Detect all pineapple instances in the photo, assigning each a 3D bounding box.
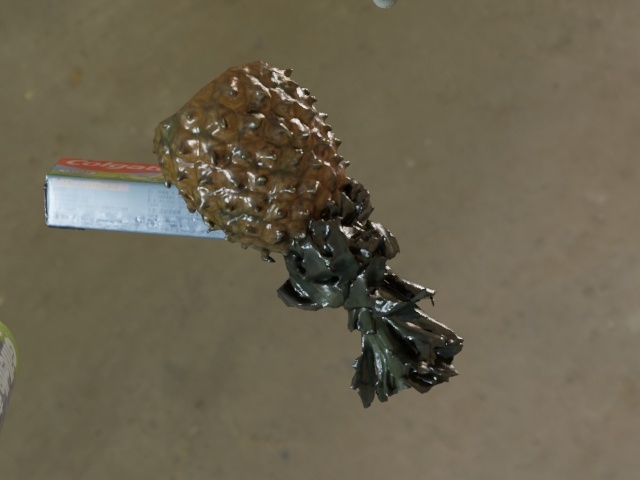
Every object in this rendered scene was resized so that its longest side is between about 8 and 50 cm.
[{"bbox_3d":[0.000,0.000,1.075,0.125,0.251,0.125,-37,5,4],"label":"pineapple"}]

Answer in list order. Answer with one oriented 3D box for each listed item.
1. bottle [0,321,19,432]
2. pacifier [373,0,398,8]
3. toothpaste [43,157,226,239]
[{"bbox_3d":[-0.296,0.141,1.284,0.093,0.093,0.330,-33,14,3],"label":"bottle"},{"bbox_3d":[0.047,-0.213,1.318,0.083,0.064,0.068,-13,39,16],"label":"pacifier"},{"bbox_3d":[-0.112,-0.034,1.265,0.193,0.044,0.070,5,18,4],"label":"toothpaste"}]
